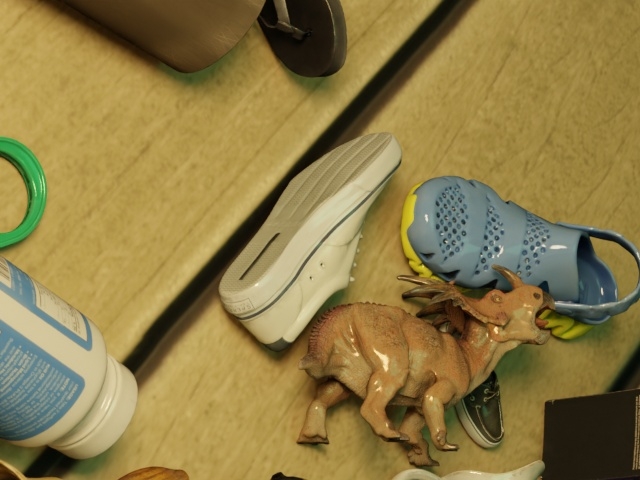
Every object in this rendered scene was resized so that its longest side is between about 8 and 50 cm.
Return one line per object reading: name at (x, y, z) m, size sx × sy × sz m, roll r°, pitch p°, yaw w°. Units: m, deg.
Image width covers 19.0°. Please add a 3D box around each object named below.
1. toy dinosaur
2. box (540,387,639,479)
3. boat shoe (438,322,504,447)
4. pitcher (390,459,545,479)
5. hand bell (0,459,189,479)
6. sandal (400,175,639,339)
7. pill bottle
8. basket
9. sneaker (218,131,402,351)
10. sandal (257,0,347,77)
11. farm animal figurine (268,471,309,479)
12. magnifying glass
toy dinosaur at (0.075, 0.105, 1.854) m, size 0.296 × 0.127 × 0.200 m, roll 14°, pitch 72°, yaw -34°
box at (0.392, 0.235, 2.057) m, size 0.261 × 0.184 × 0.103 m, roll 19°, pitch 71°, yaw -37°
boat shoe at (0.162, 0.146, 1.971) m, size 0.049 × 0.040 × 0.142 m, roll -24°, pitch 97°, yaw -42°
pitcher at (0.152, 0.324, 1.886) m, size 0.178 × 0.125 × 0.207 m, roll 3°, pitch 67°, yaw -20°
hand bell at (-0.195, 0.227, 1.622) m, size 0.242 × 0.126 × 0.126 m, roll -6°, pitch 85°, yaw -55°
sandal at (0.220, 0.009, 1.991) m, size 0.317 × 0.138 × 0.126 m, roll 19°, pitch 71°, yaw -35°
pill bottle at (-0.252, 0.094, 1.557) m, size 0.221 × 0.124 × 0.124 m, roll 42°, pitch 56°, yaw -41°
basket at (-0.167, -0.264, 1.709) m, size 0.227 × 0.154 × 0.204 m, roll 40°, pitch 58°, yaw -32°
sneaker at (0.000, 0.000, 1.842) m, size 0.258 × 0.094 × 0.091 m, roll -48°, pitch 123°, yaw -28°
sandal at (-0.057, -0.267, 1.844) m, size 0.054 × 0.097 × 0.254 m, roll -23°, pitch 86°, yaw -43°
farm animal figurine at (0.029, 0.290, 1.627) m, size 0.330 × 0.327 × 0.172 m, roll -5°, pitch 110°, yaw -37°
magnifying glass at (-0.311, 0.002, 1.606) m, size 0.092 × 0.026 × 0.231 m, roll 52°, pitch 51°, yaw -21°
